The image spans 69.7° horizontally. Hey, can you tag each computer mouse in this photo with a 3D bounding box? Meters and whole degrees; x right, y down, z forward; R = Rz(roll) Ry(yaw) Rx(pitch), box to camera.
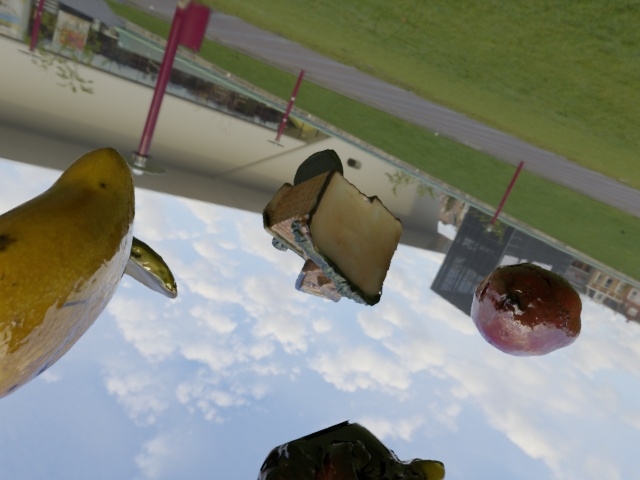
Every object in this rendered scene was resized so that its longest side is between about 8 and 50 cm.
[{"bbox_3d":[-0.001,-0.152,1.447,0.168,0.295,0.087,-16,149,35],"label":"computer mouse"}]

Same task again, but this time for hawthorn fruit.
[{"bbox_3d":[0.354,0.112,0.808,0.181,0.181,0.235,34,-178,41],"label":"hawthorn fruit"}]

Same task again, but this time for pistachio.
[{"bbox_3d":[-0.283,0.026,0.707,0.173,0.049,0.089,30,152,0],"label":"pistachio"}]

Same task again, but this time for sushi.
[{"bbox_3d":[0.019,0.215,0.330,0.150,0.172,0.153,69,-169,21],"label":"sushi"}]

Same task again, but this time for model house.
[{"bbox_3d":[0.000,0.000,0.737,0.172,0.166,0.183,-10,135,47],"label":"model house"}]

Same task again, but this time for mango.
[{"bbox_3d":[-0.245,0.027,0.421,0.108,0.157,0.262,23,-123,8],"label":"mango"}]
